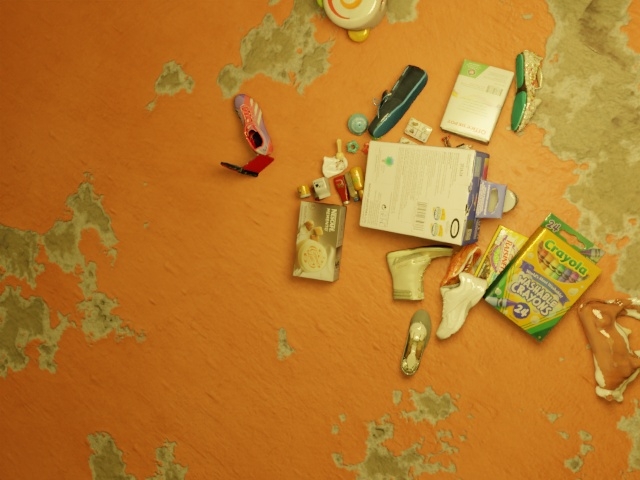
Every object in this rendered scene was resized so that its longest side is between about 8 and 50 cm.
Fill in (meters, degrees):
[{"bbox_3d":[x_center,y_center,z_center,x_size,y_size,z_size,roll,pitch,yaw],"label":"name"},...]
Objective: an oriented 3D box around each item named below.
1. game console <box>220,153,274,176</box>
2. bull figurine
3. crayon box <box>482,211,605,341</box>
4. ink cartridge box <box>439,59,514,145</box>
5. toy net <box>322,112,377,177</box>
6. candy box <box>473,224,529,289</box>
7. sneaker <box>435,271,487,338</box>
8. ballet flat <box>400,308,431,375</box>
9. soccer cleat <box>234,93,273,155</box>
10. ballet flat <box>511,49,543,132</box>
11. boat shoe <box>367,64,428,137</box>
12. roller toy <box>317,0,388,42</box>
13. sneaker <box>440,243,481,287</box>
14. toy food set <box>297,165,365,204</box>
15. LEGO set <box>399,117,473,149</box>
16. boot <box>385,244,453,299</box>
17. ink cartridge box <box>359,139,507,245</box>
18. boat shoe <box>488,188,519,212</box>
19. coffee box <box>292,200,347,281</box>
[{"bbox_3d":[-0.244,-0.264,1.820,0.124,0.144,0.085,23,97,14],"label":"game console"},{"bbox_3d":[0.849,0.308,1.548,0.188,0.101,0.311,-19,89,12],"label":"bull figurine"},{"bbox_3d":[0.658,0.105,1.589,0.203,0.083,0.323,37,99,5],"label":"crayon box"},{"bbox_3d":[0.470,-0.412,1.639,0.154,0.093,0.213,21,95,15],"label":"ink cartridge box"},{"bbox_3d":[0.097,-0.296,1.779,0.122,0.045,0.232,34,104,-15],"label":"toy net"},{"bbox_3d":[0.550,0.066,1.663,0.105,0.027,0.206,26,98,10],"label":"candy box"},{"bbox_3d":[0.406,0.193,1.667,0.115,0.090,0.232,32,104,8],"label":"sneaker"},{"bbox_3d":[0.304,0.326,1.719,0.072,0.068,0.213,14,95,15],"label":"ballet flat"},{"bbox_3d":[-0.233,-0.395,1.833,0.083,0.095,0.248,-26,79,15],"label":"soccer cleat"},{"bbox_3d":[0.617,-0.440,1.605,0.077,0.091,0.241,2,96,-6],"label":"ballet flat"},{"bbox_3d":[0.231,-0.437,1.715,0.089,0.109,0.258,40,85,18],"label":"boat shoe"},{"bbox_3d":[0.115,-0.755,1.704,0.191,0.146,0.209,-41,86,22],"label":"roller toy"},{"bbox_3d":[0.430,0.078,1.689,0.175,0.064,0.067,-55,41,17],"label":"sneaker"},{"bbox_3d":[0.048,-0.155,1.757,0.232,0.111,0.105,-16,88,22],"label":"toy food set"},{"bbox_3d":[0.357,-0.252,1.712,0.244,0.060,0.183,30,111,15],"label":"LEGO set"},{"bbox_3d":[0.319,0.102,1.705,0.213,0.077,0.165,-9,88,21],"label":"boot"},{"bbox_3d":[0.330,-0.139,1.595,0.395,0.151,0.270,12,101,34],"label":"ink cartridge box"},{"bbox_3d":[0.464,-0.116,1.652,0.267,0.088,0.096,-8,89,34],"label":"boat shoe"},{"bbox_3d":[0.000,0.000,1.780,0.141,0.098,0.247,8,94,15],"label":"coffee box"}]
